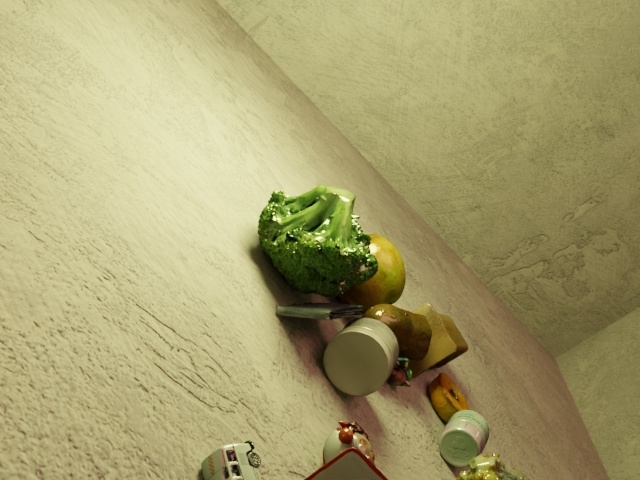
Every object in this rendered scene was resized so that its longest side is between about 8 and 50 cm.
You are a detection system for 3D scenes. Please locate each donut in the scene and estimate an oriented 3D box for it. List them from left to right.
[{"bbox_3d":[0.424,0.533,2.309,0.174,0.074,0.190,38,20,-31],"label":"donut"}]

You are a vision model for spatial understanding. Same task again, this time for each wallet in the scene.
[{"bbox_3d":[0.004,0.189,1.865,0.222,0.167,0.036,3,89,-63],"label":"wallet"}]

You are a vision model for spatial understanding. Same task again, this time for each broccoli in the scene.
[{"bbox_3d":[-0.008,-0.004,1.960,0.413,0.321,0.310,-54,134,-71],"label":"broccoli"}]

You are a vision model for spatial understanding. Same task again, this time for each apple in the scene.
[{"bbox_3d":[0.150,0.111,2.189,0.226,0.246,0.246,60,20,-2],"label":"apple"}]

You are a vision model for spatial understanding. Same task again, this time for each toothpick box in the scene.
[{"bbox_3d":[0.383,0.347,2.396,0.188,0.190,0.308,59,16,21],"label":"toothpick box"}]

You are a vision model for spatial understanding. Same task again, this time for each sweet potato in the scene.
[{"bbox_3d":[0.221,0.269,2.103,0.369,0.158,0.158,25,32,-42],"label":"sweet potato"}]

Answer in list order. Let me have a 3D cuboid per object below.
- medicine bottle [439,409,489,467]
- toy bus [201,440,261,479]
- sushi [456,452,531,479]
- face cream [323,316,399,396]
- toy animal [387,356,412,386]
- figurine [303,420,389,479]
[{"bbox_3d":[0.439,0.605,2.127,0.135,0.135,0.168,55,23,8],"label":"medicine bottle"},{"bbox_3d":[-0.141,0.446,1.192,0.089,0.087,0.194,20,37,-45],"label":"toy bus"},{"bbox_3d":[0.478,0.723,1.741,0.351,0.240,0.396,35,5,11],"label":"sushi"},{"bbox_3d":[0.111,0.306,1.848,0.177,0.177,0.153,53,18,3],"label":"face cream"},{"bbox_3d":[0.201,0.367,2.056,0.208,0.103,0.100,35,16,-31],"label":"toy animal"},{"bbox_3d":[0.068,0.486,1.513,0.183,0.160,0.226,49,12,-12],"label":"figurine"}]
